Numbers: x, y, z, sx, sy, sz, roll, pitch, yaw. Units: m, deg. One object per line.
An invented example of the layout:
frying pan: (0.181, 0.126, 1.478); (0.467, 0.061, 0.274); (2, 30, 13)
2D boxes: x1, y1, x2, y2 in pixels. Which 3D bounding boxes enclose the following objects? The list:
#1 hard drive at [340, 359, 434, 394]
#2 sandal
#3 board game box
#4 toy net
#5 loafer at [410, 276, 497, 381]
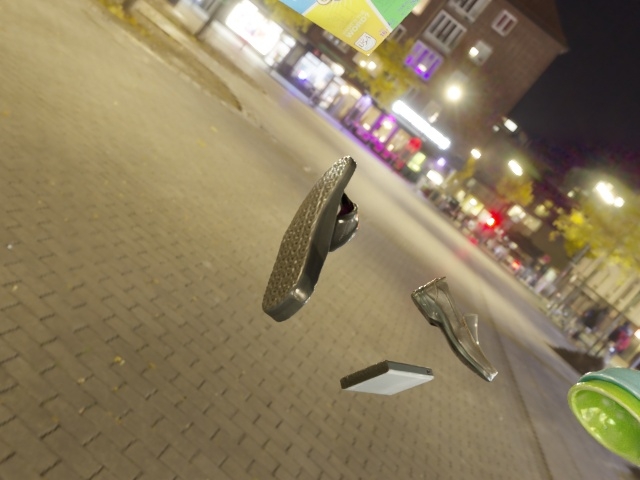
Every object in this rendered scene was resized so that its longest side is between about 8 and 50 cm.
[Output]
hard drive: (0.107, 0.221, 1.227); (0.135, 0.094, 0.022); (20, 51, -49)
sandal: (-0.002, 0.002, 1.580); (0.107, 0.167, 0.446); (39, 47, -19)
board game box: (0.057, -0.512, 1.437); (0.316, 0.242, 0.064); (19, 38, -43)
toy net: (0.272, 0.169, 0.501); (0.232, 0.045, 0.122); (34, -30, 36)
loafer: (0.203, 0.125, 1.101); (0.170, 0.061, 0.062); (53, -4, 16)
